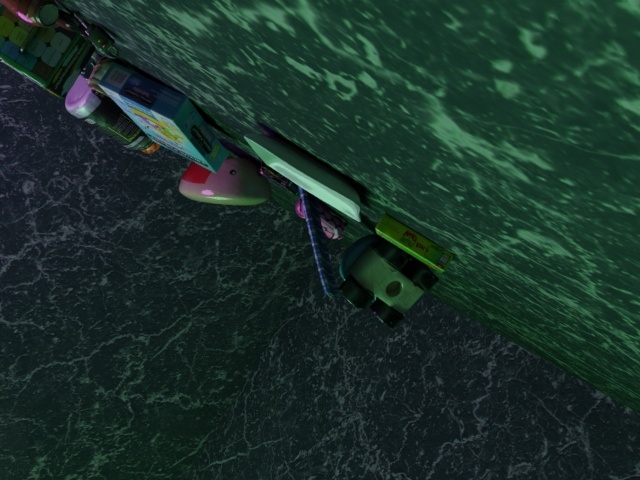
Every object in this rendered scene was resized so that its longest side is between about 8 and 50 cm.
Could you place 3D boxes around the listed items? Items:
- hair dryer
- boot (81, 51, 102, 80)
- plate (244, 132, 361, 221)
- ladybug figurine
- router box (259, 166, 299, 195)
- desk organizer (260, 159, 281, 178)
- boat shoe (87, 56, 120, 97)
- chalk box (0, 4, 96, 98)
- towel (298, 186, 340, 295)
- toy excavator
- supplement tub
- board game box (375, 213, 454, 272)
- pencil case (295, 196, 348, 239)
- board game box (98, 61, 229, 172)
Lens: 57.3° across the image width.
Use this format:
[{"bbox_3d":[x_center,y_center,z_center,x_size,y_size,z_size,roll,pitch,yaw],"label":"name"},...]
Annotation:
[{"bbox_3d":[-0.583,-0.479,1.265,0.293,0.080,0.223,33,179,-22],"label":"hair dryer"},{"bbox_3d":[-0.723,-0.547,1.787,0.069,0.086,0.190,32,179,6],"label":"boot"},{"bbox_3d":[-0.020,-0.142,1.292,0.278,0.045,0.277,32,178,6],"label":"plate"},{"bbox_3d":[-0.350,-0.221,2.121,0.305,0.162,0.449,-2,-171,-35],"label":"ladybug figurine"},{"bbox_3d":[-0.127,-0.196,1.877,0.122,0.038,0.092,32,179,26],"label":"router box"},{"bbox_3d":[-0.137,-0.206,1.599,0.050,0.047,0.130,35,177,-22],"label":"desk organizer"},{"bbox_3d":[-0.618,-0.480,1.715,0.109,0.098,0.302,22,-172,-22],"label":"boat shoe"},{"bbox_3d":[-0.700,-0.490,1.452,0.179,0.180,0.289,32,177,-14],"label":"chalk box"},{"bbox_3d":[0.000,0.000,1.739,0.243,0.040,0.336,50,-154,-79],"label":"towel"},{"bbox_3d":[0.217,0.100,2.000,0.433,0.222,0.445,35,-170,-30],"label":"toy excavator"},{"bbox_3d":[-0.732,-0.472,2.148,0.207,0.207,0.338,31,177,45],"label":"supplement tub"},{"bbox_3d":[0.215,0.008,1.352,0.181,0.043,0.092,32,179,10],"label":"board game box"},{"bbox_3d":[0.003,-0.079,2.060,0.209,0.095,0.098,33,-151,-45],"label":"pencil case"},{"bbox_3d":[-0.431,-0.336,1.659,0.253,0.079,0.336,28,169,17],"label":"board game box"}]
